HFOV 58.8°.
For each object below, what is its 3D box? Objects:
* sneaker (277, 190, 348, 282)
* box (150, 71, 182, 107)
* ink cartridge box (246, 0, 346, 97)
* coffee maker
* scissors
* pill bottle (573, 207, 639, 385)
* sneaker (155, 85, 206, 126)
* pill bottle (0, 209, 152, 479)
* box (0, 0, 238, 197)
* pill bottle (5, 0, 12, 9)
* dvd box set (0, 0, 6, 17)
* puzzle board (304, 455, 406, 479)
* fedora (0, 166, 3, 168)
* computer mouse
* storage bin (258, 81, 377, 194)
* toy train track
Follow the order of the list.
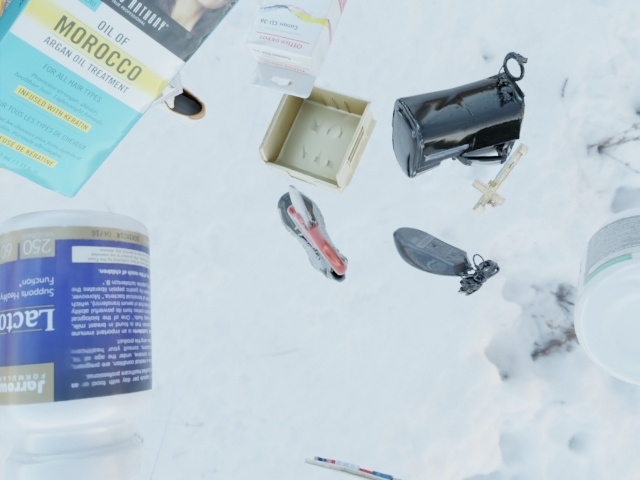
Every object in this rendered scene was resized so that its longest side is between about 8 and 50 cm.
[{"bbox_3d":[0.000,0.000,1.194,0.086,0.132,0.229,-37,124,-7],"label":"sneaker"},{"bbox_3d":[-0.441,-0.299,1.224,0.324,0.063,0.067,-18,72,25],"label":"box"},{"bbox_3d":[-0.042,-0.344,0.927,0.115,0.067,0.198,17,80,13],"label":"ink cartridge box"},{"bbox_3d":[0.205,-0.191,0.870,0.178,0.120,0.171,-16,123,-11],"label":"coffee maker"},{"bbox_3d":[-0.026,-0.031,0.671,0.021,0.297,0.109,-38,67,-1],"label":"scissors"},{"bbox_3d":[0.547,0.071,0.958,0.204,0.361,0.204,10,113,24],"label":"pill bottle"},{"bbox_3d":[-0.437,-0.407,1.515,0.290,0.123,0.106,21,80,-21],"label":"sneaker"},{"bbox_3d":[-0.253,0.111,0.588,0.153,0.153,0.265,-3,79,-10],"label":"pill bottle"},{"bbox_3d":[-0.146,-0.146,0.387,0.244,0.060,0.100,-43,134,18],"label":"box"},{"bbox_3d":[-0.715,-0.439,1.190,0.176,0.176,0.318,-17,90,-10],"label":"pill bottle"},{"bbox_3d":[-0.727,-0.422,0.880,0.420,0.062,0.308,11,123,-31],"label":"dvd box set"},{"bbox_3d":[0.045,0.244,0.593,0.096,0.128,0.011,20,68,-11],"label":"puzzle board"},{"bbox_3d":[-0.462,-0.138,0.782,0.194,0.194,0.079,8,97,-10],"label":"fedora"},{"bbox_3d":[0.296,0.055,1.433,0.272,0.188,0.072,29,122,25],"label":"computer mouse"},{"bbox_3d":[-0.008,-0.301,1.652,0.262,0.123,0.260,21,82,19],"label":"storage bin"},{"bbox_3d":[0.188,-0.062,0.588,0.048,0.014,0.083,28,103,-27],"label":"toy train track"}]
